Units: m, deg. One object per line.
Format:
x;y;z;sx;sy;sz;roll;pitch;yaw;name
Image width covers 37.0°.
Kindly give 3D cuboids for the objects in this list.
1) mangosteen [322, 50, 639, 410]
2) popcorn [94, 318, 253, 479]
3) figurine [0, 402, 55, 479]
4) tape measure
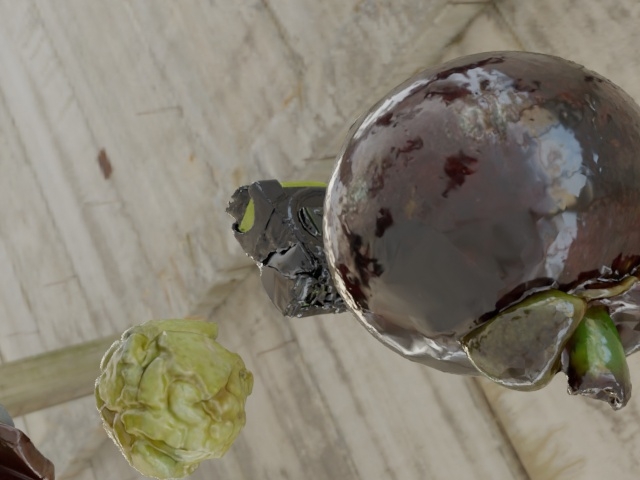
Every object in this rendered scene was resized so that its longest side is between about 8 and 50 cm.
0.106;-0.003;0.585;0.216;0.216;0.216;19;-65;48;mangosteen
-0.104;0.113;0.691;0.121;0.106;0.116;-11;-91;50;popcorn
-0.320;0.163;0.597;0.204;0.283;0.338;-61;-162;20;figurine
0.000;0.000;1.205;0.199;0.186;0.112;59;-45;30;tape measure
